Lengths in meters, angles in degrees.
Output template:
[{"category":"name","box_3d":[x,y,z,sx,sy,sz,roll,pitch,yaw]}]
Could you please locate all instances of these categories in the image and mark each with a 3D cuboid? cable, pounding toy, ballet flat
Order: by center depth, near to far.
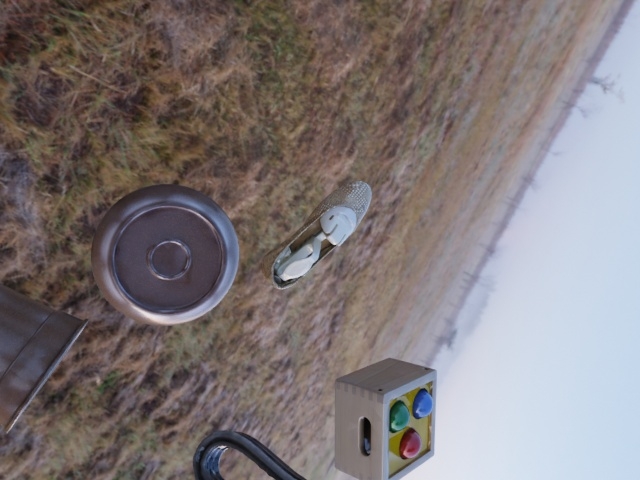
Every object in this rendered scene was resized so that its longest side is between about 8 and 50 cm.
[{"category":"cable","box_3d":[-0.011,0.233,0.468,0.072,0.287,0.139,26,92,-56]},{"category":"pounding toy","box_3d":[0.121,0.267,0.782,0.206,0.094,0.181,-6,99,-47]},{"category":"ballet flat","box_3d":[0.000,0.000,0.795,0.206,0.073,0.067,-44,-152,13]}]

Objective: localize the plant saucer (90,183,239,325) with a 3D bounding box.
[{"category":"plant saucer","box_3d":[-0.322,0.037,1.175,0.311,0.310,0.050,-64,-159,-1]}]

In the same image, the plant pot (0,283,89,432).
[{"category":"plant pot","box_3d":[-0.419,0.130,0.708,0.167,0.165,0.167,-49,-165,18]}]
